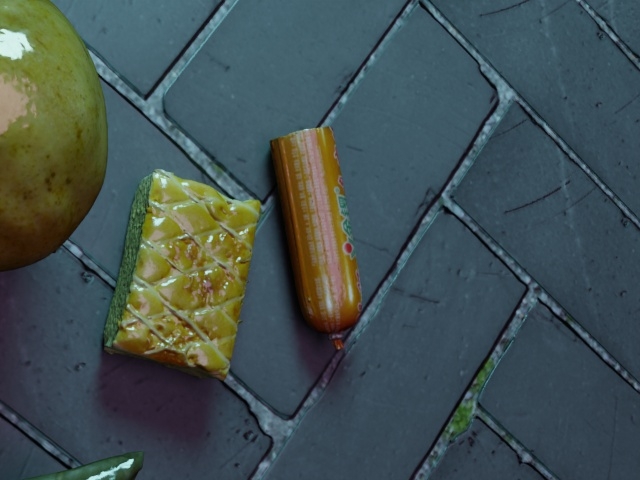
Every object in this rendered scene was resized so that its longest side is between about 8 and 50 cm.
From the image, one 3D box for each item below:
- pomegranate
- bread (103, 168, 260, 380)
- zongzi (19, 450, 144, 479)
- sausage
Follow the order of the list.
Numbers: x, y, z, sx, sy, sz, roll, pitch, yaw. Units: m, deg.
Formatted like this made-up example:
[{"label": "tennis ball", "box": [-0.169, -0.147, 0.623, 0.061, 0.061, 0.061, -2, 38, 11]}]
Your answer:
[{"label": "pomegranate", "box": [-0.304, -0.101, 1.213, 0.260, 0.260, 0.261, 4, 83, -29]}, {"label": "bread", "box": [-0.139, 0.035, 1.394, 0.125, 0.068, 0.188, 18, 76, -26]}, {"label": "zongzi", "box": [-0.311, 0.383, 1.171, 0.392, 0.174, 0.356, -10, 93, -16]}, {"label": "sausage", "box": [0.000, 0.000, 1.476, 0.071, 0.071, 0.234, -11, 90, -30]}]
